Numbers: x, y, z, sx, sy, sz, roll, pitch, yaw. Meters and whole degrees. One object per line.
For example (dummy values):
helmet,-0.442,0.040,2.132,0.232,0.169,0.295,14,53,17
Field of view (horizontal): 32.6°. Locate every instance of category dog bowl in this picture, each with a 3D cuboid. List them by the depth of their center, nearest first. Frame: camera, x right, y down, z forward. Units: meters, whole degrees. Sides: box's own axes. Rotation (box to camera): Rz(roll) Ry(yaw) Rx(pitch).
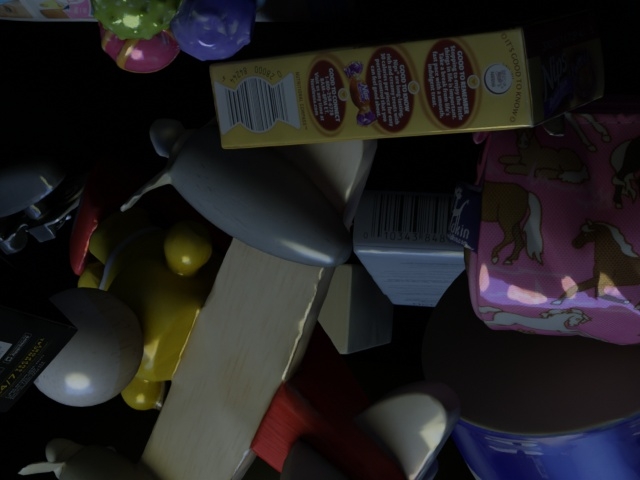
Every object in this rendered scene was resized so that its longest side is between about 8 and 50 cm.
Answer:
dog bowl,0.215,0.086,0.838,0.265,0.265,0.104,-3,128,40

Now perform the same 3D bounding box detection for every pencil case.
pencil case,0.279,-0.015,0.663,0.386,0.160,0.167,3,161,19

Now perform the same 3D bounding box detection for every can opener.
can opener,-0.336,-0.037,1.126,0.283,0.076,0.095,-12,128,42

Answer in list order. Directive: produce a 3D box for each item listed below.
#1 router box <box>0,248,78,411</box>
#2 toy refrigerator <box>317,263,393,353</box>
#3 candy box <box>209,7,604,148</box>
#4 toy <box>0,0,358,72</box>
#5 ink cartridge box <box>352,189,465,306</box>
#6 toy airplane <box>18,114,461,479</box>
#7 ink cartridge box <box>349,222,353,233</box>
router box,-0.324,-0.032,0.675,0.309,0.081,0.243,42,-179,21
toy refrigerator,0.021,0.078,1.339,0.094,0.102,0.269,3,179,15
candy box,0.046,-0.087,0.596,0.186,0.053,0.109,-2,-167,34
toy,-0.103,-0.124,0.577,0.237,0.056,0.137,5,171,5
ink cartridge box,0.214,0.019,1.121,0.324,0.071,0.330,2,170,10
toy airplane,-0.087,0.094,0.832,0.272,0.386,0.384,-1,175,-39
ink cartridge box,0.000,0.000,1.241,0.062,0.029,0.115,6,170,-4
